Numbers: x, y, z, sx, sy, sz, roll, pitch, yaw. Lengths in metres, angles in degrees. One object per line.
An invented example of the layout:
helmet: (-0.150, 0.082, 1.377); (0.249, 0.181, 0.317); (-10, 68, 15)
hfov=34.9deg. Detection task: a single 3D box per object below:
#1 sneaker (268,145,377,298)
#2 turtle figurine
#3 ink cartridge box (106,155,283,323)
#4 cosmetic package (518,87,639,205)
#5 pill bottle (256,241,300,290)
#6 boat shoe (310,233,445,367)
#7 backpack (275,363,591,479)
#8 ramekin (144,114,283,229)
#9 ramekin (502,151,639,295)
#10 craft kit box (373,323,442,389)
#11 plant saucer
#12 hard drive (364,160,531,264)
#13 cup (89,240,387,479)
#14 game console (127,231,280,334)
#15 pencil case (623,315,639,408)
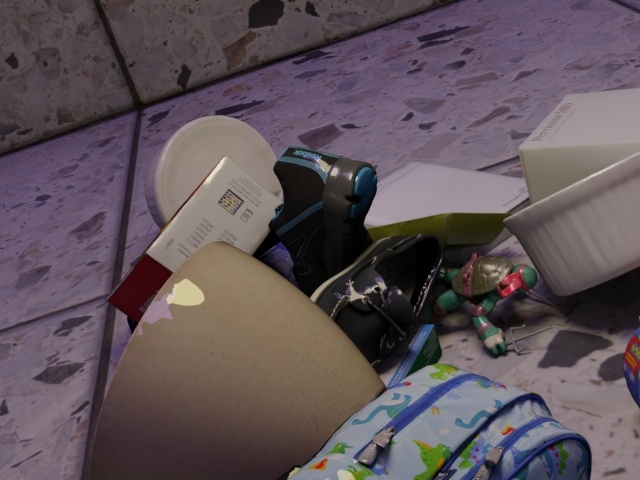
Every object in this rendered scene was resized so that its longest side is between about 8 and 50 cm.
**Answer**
sneaker: (0.000, 0.000, 1.512); (0.139, 0.341, 0.125); (22, 45, 19)
turtle figurine: (0.237, 0.074, 1.463); (0.234, 0.118, 0.175); (-6, 26, 38)
ink cartridge box: (-0.219, 0.049, 1.593); (0.272, 0.130, 0.309); (-54, 8, -27)
cosmetic package: (0.572, -0.135, 1.594); (0.453, 0.161, 0.230); (-1, 29, 37)
pill bottle: (-0.069, 0.080, 1.650); (0.123, 0.123, 0.219); (8, 35, 45)
boat shoe: (0.083, 0.089, 1.380); (0.113, 0.127, 0.340); (-19, 13, 36)
backpack: (0.102, 0.274, 0.971); (0.273, 0.290, 0.355); (4, 25, 25)
ramekin: (-0.217, -0.100, 1.988); (0.273, 0.273, 0.127); (-32, 14, -27)
ramekin: (0.407, -0.032, 1.413); (0.277, 0.135, 0.277); (-27, -4, -2)
craft kit box: (0.013, 0.207, 1.409); (0.246, 0.061, 0.250); (-1, 29, 29)
plant saucer: (0.175, -0.006, 1.584); (0.188, 0.045, 0.188); (-12, -7, 40)
hard drive: (0.212, -0.059, 1.834); (0.233, 0.047, 0.353); (-32, 28, -27)
cup: (-0.066, 0.195, 1.132); (0.237, 0.331, 0.331); (21, 38, 15)
game console: (-0.178, 0.077, 1.837); (0.361, 0.044, 0.213); (-23, 23, -11)
pencil case: (0.419, 0.188, 1.061); (0.133, 0.119, 0.306); (-56, 17, 19)
